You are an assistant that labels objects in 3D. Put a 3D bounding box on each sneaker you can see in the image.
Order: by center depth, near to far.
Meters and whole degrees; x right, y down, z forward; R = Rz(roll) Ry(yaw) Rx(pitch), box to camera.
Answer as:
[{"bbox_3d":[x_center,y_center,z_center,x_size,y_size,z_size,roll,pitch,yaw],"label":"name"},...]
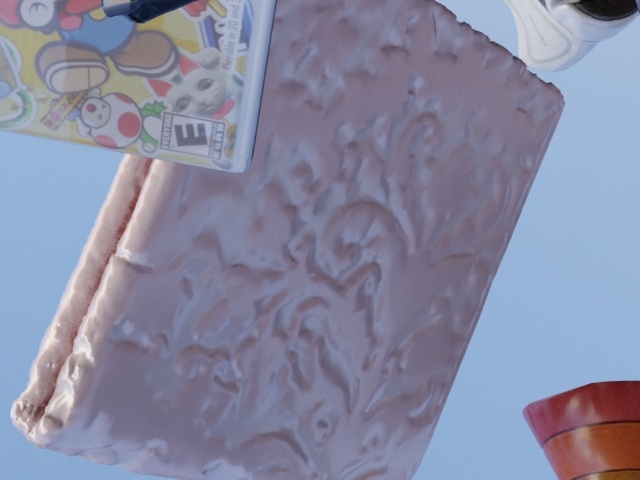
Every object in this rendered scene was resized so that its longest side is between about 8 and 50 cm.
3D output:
[{"bbox_3d":[0.160,-0.270,1.173,0.110,0.118,0.292,-7,-112,-20],"label":"sneaker"}]

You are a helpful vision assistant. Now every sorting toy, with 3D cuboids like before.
[{"bbox_3d":[0.282,0.209,1.076,0.365,0.127,0.126,27,-127,-44],"label":"sorting toy"}]

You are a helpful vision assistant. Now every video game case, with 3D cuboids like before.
[{"bbox_3d":[-0.115,-0.145,0.606,0.206,0.227,0.026,10,-147,-1],"label":"video game case"}]

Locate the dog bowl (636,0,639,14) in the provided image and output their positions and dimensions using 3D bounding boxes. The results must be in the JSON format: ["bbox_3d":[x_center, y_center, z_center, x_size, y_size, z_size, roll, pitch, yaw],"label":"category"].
[{"bbox_3d":[0.243,-0.152,0.242,0.150,0.408,0.408,36,-153,-10],"label":"dog bowl"}]

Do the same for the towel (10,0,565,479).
[{"bbox_3d":[0.000,0.000,0.862,0.053,0.317,0.332,21,178,39],"label":"towel"}]

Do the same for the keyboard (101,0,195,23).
[{"bbox_3d":[-0.019,-0.121,0.381,0.100,0.038,0.192,-22,-148,3],"label":"keyboard"}]
